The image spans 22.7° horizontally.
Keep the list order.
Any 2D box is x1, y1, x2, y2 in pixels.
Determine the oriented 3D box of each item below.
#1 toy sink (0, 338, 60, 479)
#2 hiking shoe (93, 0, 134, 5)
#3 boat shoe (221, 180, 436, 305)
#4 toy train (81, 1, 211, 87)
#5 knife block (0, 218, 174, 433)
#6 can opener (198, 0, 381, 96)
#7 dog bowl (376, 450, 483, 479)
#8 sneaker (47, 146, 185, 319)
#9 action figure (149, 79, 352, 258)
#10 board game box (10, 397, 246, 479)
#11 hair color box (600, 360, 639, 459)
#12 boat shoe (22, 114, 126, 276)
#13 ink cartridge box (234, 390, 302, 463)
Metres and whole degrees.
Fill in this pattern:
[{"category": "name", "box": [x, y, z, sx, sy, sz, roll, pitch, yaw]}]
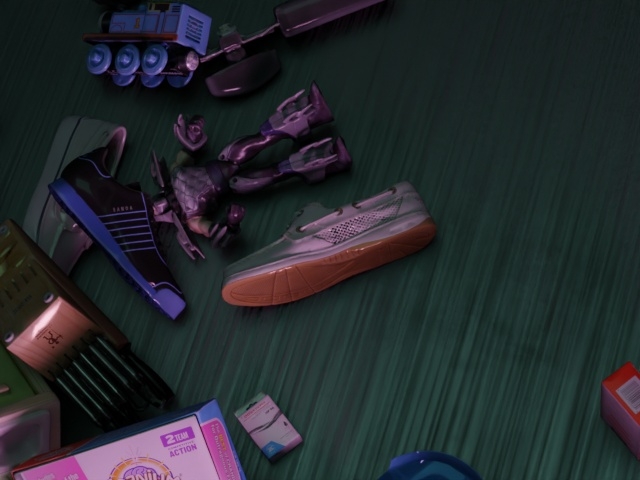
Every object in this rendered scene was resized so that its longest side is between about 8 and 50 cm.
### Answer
[{"category": "toy sink", "box": [-0.395, 0.218, 1.867, 0.153, 0.131, 0.234, -18, 47, -27]}, {"category": "hiking shoe", "box": [-0.255, -0.416, 2.191, 0.114, 0.086, 0.227, 30, 70, 32]}, {"category": "boat shoe", "box": [0.000, 0.000, 1.971, 0.277, 0.098, 0.096, -18, 66, -9]}, {"category": "toy train", "box": [-0.230, -0.260, 2.093, 0.184, 0.080, 0.105, 6, 80, 35]}, {"category": "knife block", "box": [-0.296, 0.123, 1.933, 0.088, 0.242, 0.275, -44, 43, 0]}, {"category": "can opener", "box": [-0.031, -0.280, 2.108, 0.280, 0.074, 0.093, -26, 101, 0]}, {"category": "dog bowl", "box": [0.060, 0.353, 1.829, 0.297, 0.074, 0.166, -20, 67, 0]}, {"category": "sneaker", "box": [-0.232, -0.010, 1.976, 0.090, 0.081, 0.232, -42, 102, -13]}, {"category": "action figure", "box": [-0.110, -0.091, 2.022, 0.285, 0.099, 0.185, -25, 76, 3]}, {"category": "board game box", "box": [-0.175, 0.360, 1.764, 0.242, 0.064, 0.316, -19, 93, 18]}, {"category": "hair color box", "box": [0.356, 0.194, 1.808, 0.043, 0.141, 0.072, -36, 68, -7]}, {"category": "boat shoe", "box": [-0.312, -0.036, 2.036, 0.088, 0.096, 0.267, 6, 61, 16]}, {"category": "ink cartridge box", "box": [-0.066, 0.222, 1.925, 0.048, 0.028, 0.083, -38, 67, -7]}]
